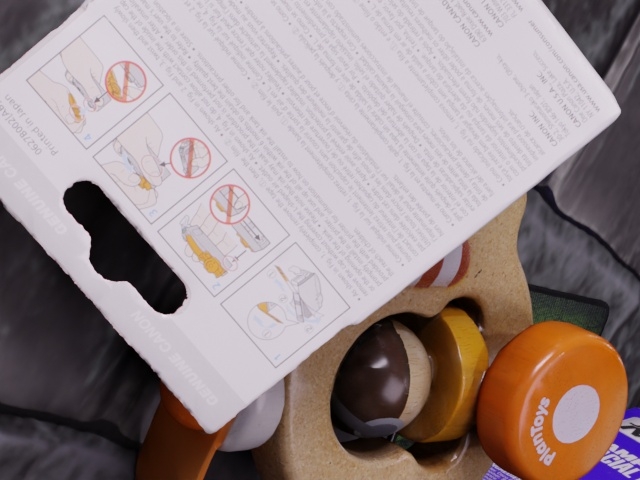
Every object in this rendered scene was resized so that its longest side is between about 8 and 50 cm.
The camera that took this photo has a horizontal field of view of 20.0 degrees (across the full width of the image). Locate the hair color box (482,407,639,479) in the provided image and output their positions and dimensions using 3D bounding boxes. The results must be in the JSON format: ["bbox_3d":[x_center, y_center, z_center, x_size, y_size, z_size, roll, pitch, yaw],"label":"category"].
[{"bbox_3d":[0.119,0.232,1.128,0.339,0.110,0.185,-10,122,-48],"label":"hair color box"}]

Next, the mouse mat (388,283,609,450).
[{"bbox_3d":[0.109,0.099,1.125,0.189,0.007,0.152,12,101,-53],"label":"mouse mat"}]

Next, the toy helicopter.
[{"bbox_3d":[0.000,0.000,0.870,0.235,0.140,0.355,-29,121,-26],"label":"toy helicopter"}]

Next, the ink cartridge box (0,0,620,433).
[{"bbox_3d":[-0.016,-0.056,0.767,0.224,0.056,0.181,-38,104,6],"label":"ink cartridge box"}]
